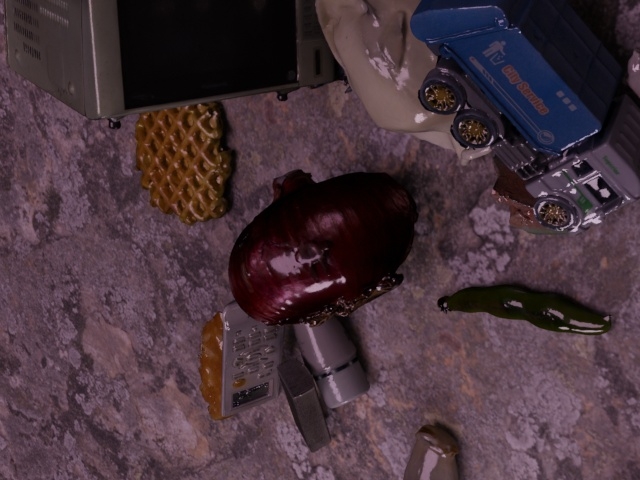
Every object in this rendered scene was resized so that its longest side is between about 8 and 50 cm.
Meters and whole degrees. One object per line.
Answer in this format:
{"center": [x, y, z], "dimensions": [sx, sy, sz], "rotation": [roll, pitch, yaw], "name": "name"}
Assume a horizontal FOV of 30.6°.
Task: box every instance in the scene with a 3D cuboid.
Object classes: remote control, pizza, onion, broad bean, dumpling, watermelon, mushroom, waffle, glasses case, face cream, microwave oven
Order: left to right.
{"center": [-0.217, -0.324, 1.700], "dimensions": [0.333, 0.394, 0.247], "rotation": [30, 125, 47], "name": "microwave oven"}
{"center": [-0.249, -0.150, 2.077], "dimensions": [0.245, 0.052, 0.254], "rotation": [13, 115, 40], "name": "waffle"}
{"center": [-0.167, 0.227, 2.140], "dimensions": [0.127, 0.058, 0.246], "rotation": [15, 117, 37], "name": "pizza"}
{"center": [-0.123, 0.189, 1.995], "dimensions": [0.313, 0.109, 0.055], "rotation": [97, 149, -50], "name": "remote control"}
{"center": [-0.025, 0.278, 1.967], "dimensions": [0.071, 0.047, 0.205], "rotation": [57, 169, 35], "name": "glasses case"}
{"center": [-0.019, 0.123, 1.936], "dimensions": [0.314, 0.089, 0.143], "rotation": [63, 178, 1], "name": "face cream"}
{"center": [0.000, 0.000, 1.728], "dimensions": [0.314, 0.314, 0.232], "rotation": [-29, 87, 45], "name": "onion"}
{"center": [0.130, -0.241, 1.629], "dimensions": [0.318, 0.187, 0.243], "rotation": [42, 159, 2], "name": "dumpling"}
{"center": [0.187, 0.467, 1.885], "dimensions": [0.109, 0.097, 0.351], "rotation": [2, 105, 41], "name": "mushroom"}
{"center": [0.284, 0.093, 1.688], "dimensions": [0.297, 0.043, 0.060], "rotation": [8, 122, 41], "name": "broad bean"}
{"center": [0.297, -0.043, 1.610], "dimensions": [0.155, 0.080, 0.101], "rotation": [15, 126, 21], "name": "watermelon"}

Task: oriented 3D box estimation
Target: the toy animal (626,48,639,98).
{"center": [0.447, -0.224, 1.367], "dimensions": [0.181, 0.131, 0.127], "rotation": [-41, 110, 19], "name": "toy animal"}

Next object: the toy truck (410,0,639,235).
{"center": [0.261, -0.178, 1.440], "dimensions": [0.367, 0.146, 0.175], "rotation": [44, 140, -18], "name": "toy truck"}

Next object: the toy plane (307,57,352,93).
{"center": [0.027, -0.259, 1.772], "dimensions": [0.188, 0.062, 0.135], "rotation": [-21, 92, 45], "name": "toy plane"}
